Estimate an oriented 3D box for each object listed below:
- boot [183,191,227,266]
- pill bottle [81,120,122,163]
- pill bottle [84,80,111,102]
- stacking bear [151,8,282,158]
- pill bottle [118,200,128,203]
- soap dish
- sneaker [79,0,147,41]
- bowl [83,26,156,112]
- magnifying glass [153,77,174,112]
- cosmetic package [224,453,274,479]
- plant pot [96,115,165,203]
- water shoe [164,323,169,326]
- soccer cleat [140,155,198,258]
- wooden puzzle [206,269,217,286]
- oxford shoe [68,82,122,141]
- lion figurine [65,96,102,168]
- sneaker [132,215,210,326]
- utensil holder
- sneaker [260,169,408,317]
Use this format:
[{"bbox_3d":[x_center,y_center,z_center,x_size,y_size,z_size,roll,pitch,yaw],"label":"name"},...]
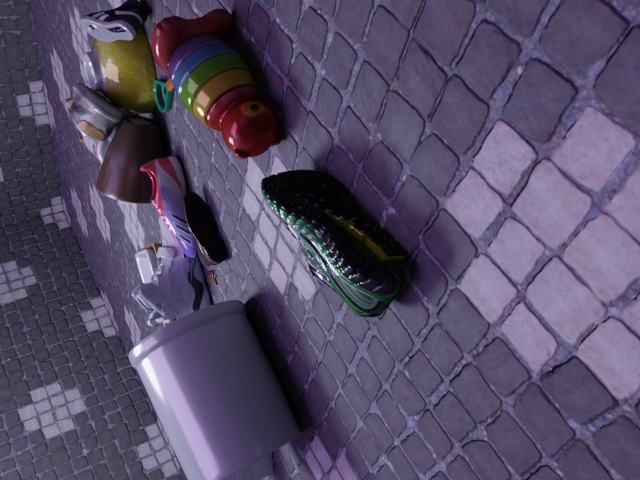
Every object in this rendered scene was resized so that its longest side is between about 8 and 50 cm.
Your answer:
[{"bbox_3d":[-0.344,-0.024,1.612,0.106,0.082,0.219,-32,80,58],"label":"boot"},{"bbox_3d":[-0.751,-0.359,2.031,0.283,0.161,0.160,35,135,48],"label":"pill bottle"},{"bbox_3d":[-0.811,-0.537,2.081,0.187,0.112,0.111,-13,95,61],"label":"pill bottle"},{"bbox_3d":[-0.191,-0.292,1.134,0.289,0.176,0.164,55,145,14],"label":"stacking bear"},{"bbox_3d":[-0.745,-0.223,2.176,0.086,0.086,0.151,39,138,44],"label":"pill bottle"},{"bbox_3d":[-0.550,0.150,2.025,0.229,0.118,0.290,-13,95,61],"label":"soap dish"},{"bbox_3d":[-0.568,-0.625,1.597,0.217,0.121,0.079,17,156,30],"label":"sneaker"},{"bbox_3d":[-0.622,-0.520,1.726,0.289,0.156,0.289,35,135,46],"label":"bowl"},{"bbox_3d":[-0.425,-0.422,1.584,0.231,0.026,0.092,-9,98,62],"label":"magnifying glass"},{"bbox_3d":[-0.264,0.663,1.762,0.151,0.184,0.151,28,130,51],"label":"cosmetic package"},{"bbox_3d":[-0.572,-0.262,1.767,0.215,0.216,0.230,39,122,44],"label":"plant pot"},{"bbox_3d":[-0.565,0.374,2.225,0.080,0.073,0.203,-29,81,58],"label":"water shoe"},{"bbox_3d":[-0.446,-0.091,1.709,0.109,0.117,0.317,2,108,59],"label":"soccer cleat"},{"bbox_3d":[-0.334,0.117,1.751,0.083,0.006,0.049,-16,92,61],"label":"wooden puzzle"},{"bbox_3d":[-0.729,-0.407,1.817,0.130,0.169,0.449,-57,29,4],"label":"oxford shoe"},{"bbox_3d":[-0.857,-0.401,2.245,0.392,0.142,0.240,55,143,3],"label":"lion figurine"},{"bbox_3d":[-0.498,0.090,1.805,0.137,0.210,0.365,-14,94,61],"label":"sneaker"},{"bbox_3d":[-0.269,0.402,1.488,0.385,0.328,0.327,61,149,13],"label":"utensil holder"},{"bbox_3d":[0.000,0.000,0.986,0.343,0.134,0.146,50,145,32],"label":"sneaker"}]
